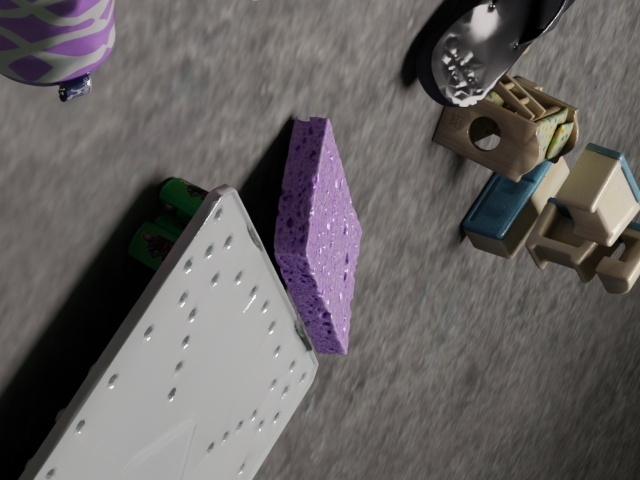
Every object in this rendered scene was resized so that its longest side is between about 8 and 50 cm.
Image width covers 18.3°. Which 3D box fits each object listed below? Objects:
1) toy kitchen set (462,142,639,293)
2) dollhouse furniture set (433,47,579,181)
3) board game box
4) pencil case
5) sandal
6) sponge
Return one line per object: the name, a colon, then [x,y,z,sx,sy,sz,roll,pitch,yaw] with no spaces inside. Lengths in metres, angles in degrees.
toy kitchen set: [0.236,-0.059,1.966,0.122,0.207,0.166,-55,140,-19]
dollhouse furniture set: [0.211,-0.158,1.868,0.182,0.101,0.161,-25,139,-60]
board game box: [-0.151,0.183,1.490,0.390,0.050,0.390,-57,160,-15]
pencil case: [-0.147,-0.171,0.994,0.088,0.086,0.206,-19,139,-23]
sandal: [0.182,-0.214,1.723,0.097,0.054,0.254,45,69,-28]
sponge: [0.000,0.000,1.590,0.210,0.031,0.117,71,25,-64]
